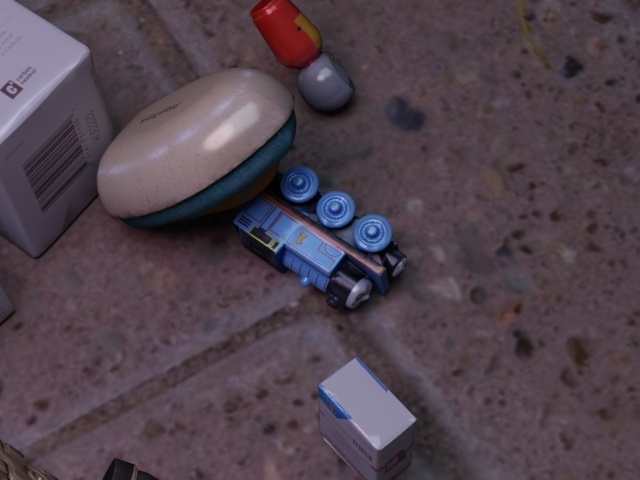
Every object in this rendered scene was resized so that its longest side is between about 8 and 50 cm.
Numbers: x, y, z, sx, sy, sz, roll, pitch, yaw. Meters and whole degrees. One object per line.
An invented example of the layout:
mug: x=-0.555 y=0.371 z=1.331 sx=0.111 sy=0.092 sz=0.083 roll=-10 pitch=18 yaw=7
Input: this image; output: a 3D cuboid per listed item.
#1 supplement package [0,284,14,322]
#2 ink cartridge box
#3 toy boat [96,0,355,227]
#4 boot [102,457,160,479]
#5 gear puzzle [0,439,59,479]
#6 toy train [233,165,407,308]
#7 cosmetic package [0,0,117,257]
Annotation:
supplement package: x=-0.490 y=0.059 z=1.419 sx=0.198 sy=0.199 sz=0.263 roll=39 pitch=71 yaw=21
ink cartridge box: x=0.044 y=0.181 z=1.373 sx=0.052 sy=0.122 sz=0.088 roll=-36 pitch=67 yaw=-19
toy boat: x=-0.081 y=-0.126 z=1.510 sx=0.148 sy=0.267 sz=0.318 roll=51 pitch=55 yaw=-20
boot: x=-0.149 y=0.304 z=1.307 sx=0.137 sy=0.077 sz=0.198 roll=22 pitch=46 yaw=-14
gear puzzle: x=-0.361 y=0.184 z=1.278 sx=0.044 sy=0.339 sz=0.175 roll=-47 pitch=26 yaw=2
toy train: x=0.000 y=0.000 z=1.498 sx=0.184 sy=0.080 sz=0.105 roll=34 pitch=78 yaw=16
cosmetic package: x=-0.447 y=-0.200 z=1.540 sx=0.453 sy=0.230 sz=0.161 roll=33 pitch=68 yaw=17
